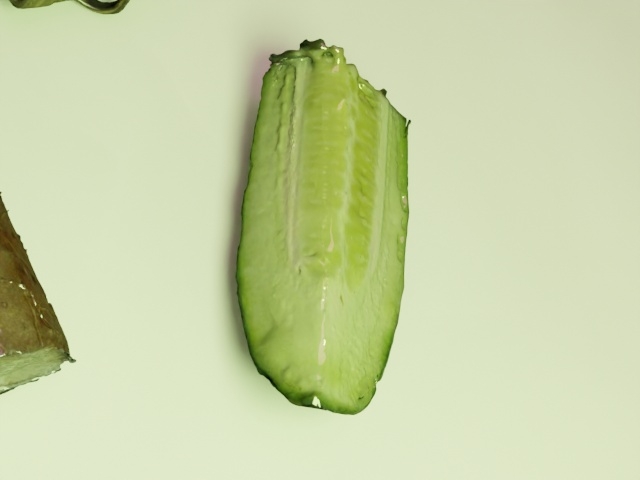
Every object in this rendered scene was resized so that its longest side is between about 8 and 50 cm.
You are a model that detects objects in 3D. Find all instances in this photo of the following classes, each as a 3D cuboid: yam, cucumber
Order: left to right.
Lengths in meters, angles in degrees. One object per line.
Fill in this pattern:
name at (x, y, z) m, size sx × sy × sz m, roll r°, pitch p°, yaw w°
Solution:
yam at (-0.283, -0.017, 0.700) m, size 0.131 × 0.131 × 0.280 m, roll -21°, pitch 78°, yaw -35°
cucumber at (0.000, 0.001, 0.871) m, size 0.145 × 0.105 × 0.326 m, roll 33°, pitch 51°, yaw -46°

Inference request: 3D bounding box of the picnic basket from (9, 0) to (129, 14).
picnic basket at (-0.222, -0.336, 0.849) m, size 0.139 × 0.165 × 0.267 m, roll -26°, pitch 83°, yaw -48°
